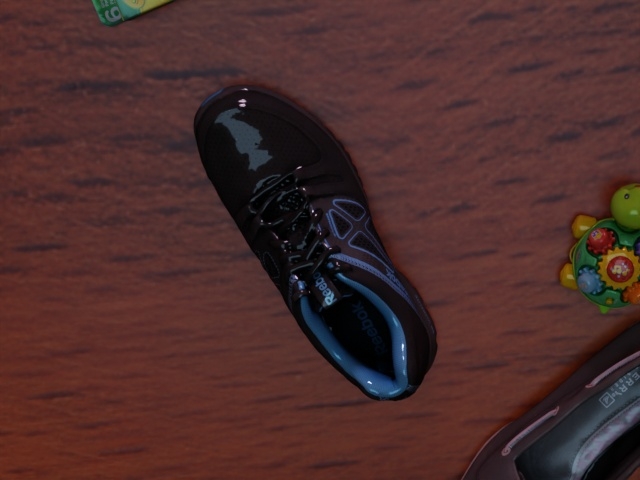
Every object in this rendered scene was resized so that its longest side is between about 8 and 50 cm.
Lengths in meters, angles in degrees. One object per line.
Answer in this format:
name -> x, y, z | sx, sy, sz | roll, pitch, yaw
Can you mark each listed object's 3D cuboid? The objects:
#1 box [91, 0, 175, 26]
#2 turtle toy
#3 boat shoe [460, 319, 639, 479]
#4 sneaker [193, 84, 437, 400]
box -> -0.145, -0.279, 1.555 | 0.179, 0.043, 0.105 | -23, 97, 7
turtle toy -> 0.285, 0.008, 1.566 | 0.095, 0.066, 0.130 | 13, 99, 1
boat shoe -> 0.238, 0.204, 1.583 | 0.112, 0.095, 0.335 | 42, 98, -4
sneaker -> 0.000, 0.000, 1.541 | 0.125, 0.139, 0.341 | -36, 94, 10
